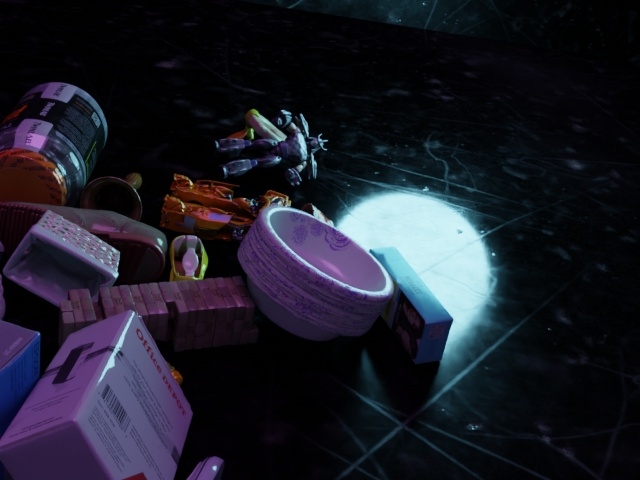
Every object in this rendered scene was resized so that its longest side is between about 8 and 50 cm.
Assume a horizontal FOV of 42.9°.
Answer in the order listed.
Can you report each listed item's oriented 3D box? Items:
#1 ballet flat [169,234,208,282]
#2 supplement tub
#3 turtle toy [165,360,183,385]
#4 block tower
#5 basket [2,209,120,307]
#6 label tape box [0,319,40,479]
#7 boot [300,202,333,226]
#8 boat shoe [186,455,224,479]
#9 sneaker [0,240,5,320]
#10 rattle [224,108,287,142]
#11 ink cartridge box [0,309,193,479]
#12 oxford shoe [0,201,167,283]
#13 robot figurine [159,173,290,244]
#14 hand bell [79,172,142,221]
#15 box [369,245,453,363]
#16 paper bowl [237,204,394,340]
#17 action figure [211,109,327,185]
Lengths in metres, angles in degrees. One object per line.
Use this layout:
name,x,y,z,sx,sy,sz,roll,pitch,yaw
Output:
ballet flat,-0.255,0.036,1.580,0.077,0.077,0.231,4,32,-11
supplement tub,-0.577,-0.179,1.697,0.207,0.207,0.338,8,31,-6
turtle toy,-0.283,0.226,1.273,0.130,0.066,0.095,-18,42,-39
block tower,-0.275,0.133,1.403,0.335,0.097,0.091,-3,35,-24
basket,-0.447,0.038,1.428,0.167,0.113,0.103,33,22,-20
label tape box,-0.547,0.191,1.063,0.347,0.249,0.115,18,32,9
boot,0.000,0.000,1.745,0.084,0.059,0.158,35,39,-37
boat shoe,-0.199,0.361,1.065,0.075,0.083,0.226,19,32,9
sneaker,-0.593,0.052,1.430,0.094,0.153,0.235,-35,79,0
rattle,-0.141,-0.238,2.118,0.130,0.143,0.199,32,0,41
ink cartridge box,-0.277,0.246,1.061,0.114,0.197,0.273,-20,20,11
oxford shoe,-0.465,-0.007,1.558,0.348,0.123,0.130,17,23,-9
robot figurine,-0.188,-0.060,1.752,0.291,0.085,0.211,9,31,-4
hand bell,-0.423,-0.105,1.761,0.126,0.126,0.242,10,18,-3
box,0.161,0.120,1.565,0.060,0.101,0.244,-5,34,-23
paper bowl,-0.020,0.071,1.487,0.284,0.148,0.284,28,20,-11
action figure,-0.114,-0.215,1.981,0.285,0.099,0.185,-12,80,-16
